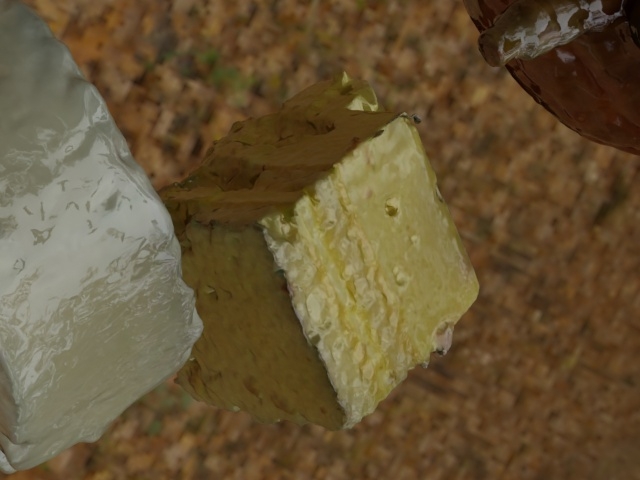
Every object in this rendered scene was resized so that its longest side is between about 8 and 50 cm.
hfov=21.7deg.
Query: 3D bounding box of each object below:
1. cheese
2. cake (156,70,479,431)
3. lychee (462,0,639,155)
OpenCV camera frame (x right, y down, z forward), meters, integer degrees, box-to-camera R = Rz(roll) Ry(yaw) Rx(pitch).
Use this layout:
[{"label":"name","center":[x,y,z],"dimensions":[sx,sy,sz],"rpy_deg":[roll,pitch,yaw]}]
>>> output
[{"label":"cheese","center":[-0.216,-0.002,1.063],"dimensions":[0.153,0.292,0.332],"rpy_deg":[-35,149,-19]},{"label":"cake","center":[0.000,0.000,1.518],"dimensions":[0.286,0.222,0.227],"rpy_deg":[-41,120,-36]},{"label":"lychee","center":[0.181,-0.151,0.772],"dimensions":[0.300,0.255,0.255],"rpy_deg":[-28,142,-51]}]
